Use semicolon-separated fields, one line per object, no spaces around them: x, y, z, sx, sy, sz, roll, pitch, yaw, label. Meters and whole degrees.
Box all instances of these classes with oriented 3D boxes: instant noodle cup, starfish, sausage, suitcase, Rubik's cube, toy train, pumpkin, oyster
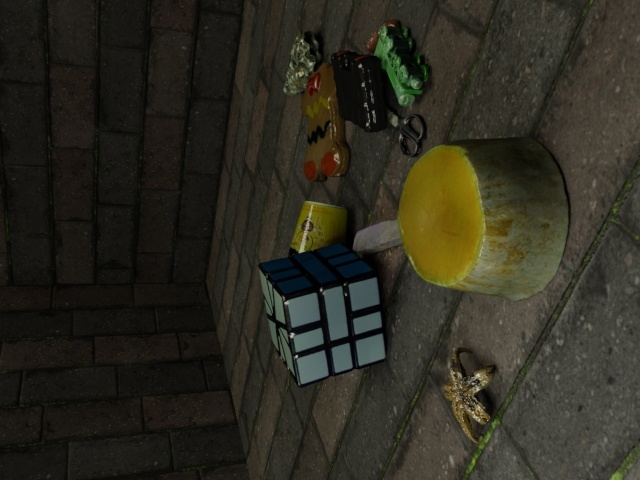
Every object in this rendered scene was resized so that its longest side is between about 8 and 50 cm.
0.000;0.000;1.955;0.215;0.215;0.236;-164;85;-68;instant noodle cup
0.311;0.331;1.288;0.146;0.074;0.190;13;104;63;starfish
0.175;-0.577;1.706;0.036;0.042;0.158;-56;13;-20;sausage
0.107;-0.432;1.739;0.285;0.066;0.206;-128;26;-64;suitcase
0.004;0.201;1.729;0.288;0.283;0.294;-138;35;-62;Rubik's cube
0.204;-0.455;1.573;0.119;0.085;0.251;107;156;-50;toy train
0.289;-0.042;1.180;0.332;0.199;0.332;179;90;-72;pumpkin
-0.077;-0.653;2.264;0.198;0.112;0.268;-123;36;-55;oyster

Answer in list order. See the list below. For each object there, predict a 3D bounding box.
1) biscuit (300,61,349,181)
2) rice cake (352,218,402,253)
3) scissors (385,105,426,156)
0.000;-0.406;2.109;0.368;0.076;0.394;179;91;-68;biscuit
0.191;-0.021;1.614;0.399;0.064;0.070;157;119;-67;rice cake
0.206;-0.321;1.639;0.300;0.022;0.109;-119;39;-54;scissors
